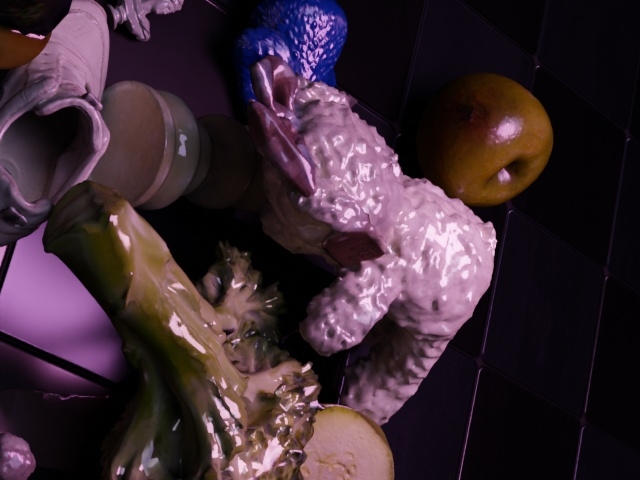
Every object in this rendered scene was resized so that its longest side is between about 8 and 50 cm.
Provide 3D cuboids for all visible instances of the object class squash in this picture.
[{"bbox_3d":[-0.028,0.300,1.659,0.220,0.133,0.220,0,89,-42],"label":"squash"}]

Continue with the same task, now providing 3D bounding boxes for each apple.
[{"bbox_3d":[0.221,-0.139,1.934,0.196,0.196,0.157,10,46,-42],"label":"apple"}]

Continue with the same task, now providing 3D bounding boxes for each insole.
[{"bbox_3d":[-0.234,0.221,1.553,0.328,0.007,0.111,19,68,-41],"label":"insole"}]

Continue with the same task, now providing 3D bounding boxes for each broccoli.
[{"bbox_3d":[-0.149,0.153,1.414,0.353,0.275,0.397,63,1,23],"label":"broccoli"}]

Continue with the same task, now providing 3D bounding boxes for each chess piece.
[{"bbox_3d":[-0.136,-0.094,1.623,0.251,0.144,0.144,7,78,-49],"label":"chess piece"}]

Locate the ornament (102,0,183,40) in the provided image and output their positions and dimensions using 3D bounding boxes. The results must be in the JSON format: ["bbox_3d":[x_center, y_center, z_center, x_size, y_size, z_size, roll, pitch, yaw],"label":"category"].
[{"bbox_3d":[-0.210,-0.268,1.641,0.068,0.041,0.092,48,63,-20],"label":"ornament"}]

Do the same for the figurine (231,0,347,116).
[{"bbox_3d":[-0.028,-0.230,1.751,0.164,0.120,0.262,-5,88,-48],"label":"figurine"}]

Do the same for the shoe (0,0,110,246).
[{"bbox_3d":[-0.274,-0.124,1.433,0.132,0.210,0.342,44,55,-29],"label":"shoe"}]

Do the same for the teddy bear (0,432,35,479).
[{"bbox_3d":[-0.367,0.294,1.314,0.236,0.151,0.267,26,61,-45],"label":"teddy bear"}]

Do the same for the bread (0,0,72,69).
[{"bbox_3d":[-0.407,-0.289,1.318,0.376,0.208,0.251,7,37,-40],"label":"bread"}]

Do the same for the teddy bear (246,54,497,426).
[{"bbox_3d":[0.000,0.000,1.629,0.362,0.375,0.327,21,46,-19],"label":"teddy bear"}]
